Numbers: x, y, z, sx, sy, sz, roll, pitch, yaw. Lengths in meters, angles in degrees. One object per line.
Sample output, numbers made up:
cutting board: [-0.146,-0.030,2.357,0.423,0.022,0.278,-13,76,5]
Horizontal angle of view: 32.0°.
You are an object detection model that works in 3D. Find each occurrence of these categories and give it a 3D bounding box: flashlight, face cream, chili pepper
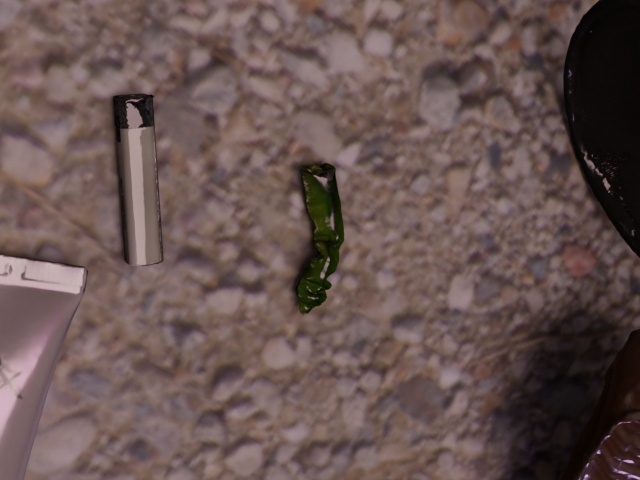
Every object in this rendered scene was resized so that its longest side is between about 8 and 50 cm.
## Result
flashlight: [-0.088,-0.030,0.543,0.018,0.018,0.083,-8,108,-24]
face cream: [-0.177,0.124,0.525,0.092,0.058,0.243,10,93,-24]
chili pepper: [0.000,0.000,0.596,0.027,0.022,0.083,-18,115,-57]

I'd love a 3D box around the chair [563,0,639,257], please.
chair: [0.358,-0.131,0.624,0.401,0.226,0.226,-33,116,-16]

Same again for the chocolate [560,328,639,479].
chocolate: [0.216,0.159,0.657,0.093,0.149,0.214,-59,164,-47]
